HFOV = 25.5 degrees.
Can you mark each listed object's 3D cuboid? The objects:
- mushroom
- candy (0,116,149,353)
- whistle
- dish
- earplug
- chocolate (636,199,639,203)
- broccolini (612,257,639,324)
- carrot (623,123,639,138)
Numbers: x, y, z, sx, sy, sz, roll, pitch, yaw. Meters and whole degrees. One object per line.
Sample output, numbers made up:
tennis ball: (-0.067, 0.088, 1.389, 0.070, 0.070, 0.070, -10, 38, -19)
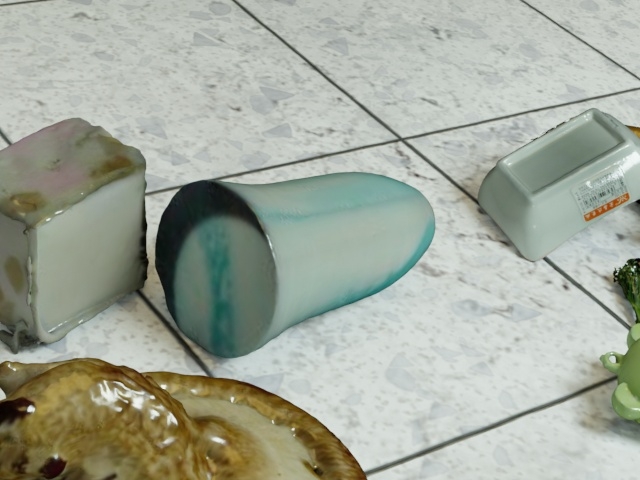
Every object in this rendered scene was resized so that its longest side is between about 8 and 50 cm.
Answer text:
mushroom: (-0.110, 0.214, 1.095, 0.345, 0.260, 0.345, 8, 34, -6)
candy: (-0.273, -0.007, 1.451, 0.137, 0.185, 0.195, 25, 40, 27)
whistle: (0.430, 0.168, 1.472, 0.288, 0.106, 0.131, 18, 44, 9)
dish: (0.307, -0.085, 1.754, 0.212, 0.077, 0.151, -29, 43, -6)
earplug: (0.000, 0.000, 1.544, 0.324, 0.185, 0.185, -16, 42, -45)
chocolate: (0.482, -0.037, 1.774, 0.148, 0.126, 0.343, 22, 24, -31)
broccolini: (0.369, 0.098, 1.630, 0.042, 0.044, 0.218, 23, 37, -12)
carrot: (0.428, -0.142, 1.986, 0.139, 0.048, 0.048, 12, 34, 4)
